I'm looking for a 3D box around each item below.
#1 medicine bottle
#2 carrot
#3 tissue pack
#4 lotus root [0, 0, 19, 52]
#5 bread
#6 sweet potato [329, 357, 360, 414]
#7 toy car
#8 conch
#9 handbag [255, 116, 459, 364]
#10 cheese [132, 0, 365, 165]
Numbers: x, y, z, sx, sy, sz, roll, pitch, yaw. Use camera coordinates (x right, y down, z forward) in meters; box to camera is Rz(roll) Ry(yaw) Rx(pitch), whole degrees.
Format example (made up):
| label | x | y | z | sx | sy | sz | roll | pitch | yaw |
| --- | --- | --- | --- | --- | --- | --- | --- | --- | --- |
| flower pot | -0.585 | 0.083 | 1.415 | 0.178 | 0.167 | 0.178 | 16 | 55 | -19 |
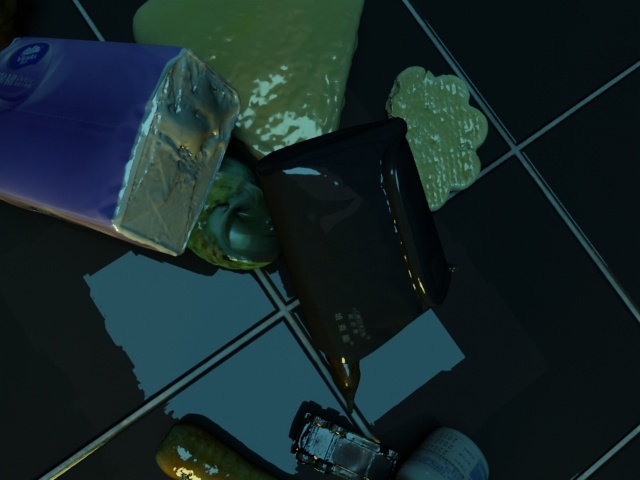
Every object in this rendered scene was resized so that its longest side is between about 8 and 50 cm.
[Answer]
| label | x | y | z | sx | sy | sz | roll | pitch | yaw |
| --- | --- | --- | --- | --- | --- | --- | --- | --- | --- |
| medicine bottle | 0.157 | 0.356 | 0.684 | 0.168 | 0.105 | 0.105 | -29 | 84 | -37 |
| carrot | -0.100 | 0.359 | 0.711 | 0.297 | 0.078 | 0.078 | 27 | 80 | -5 |
| tissue pack | -0.305 | -0.139 | 0.657 | 0.337 | 0.160 | 0.243 | 13 | 81 | 25 |
| lotus root | -0.563 | -0.342 | 0.743 | 0.260 | 0.128 | 0.145 | -41 | 101 | -5 |
| bread | 0.192 | -0.170 | 0.831 | 0.181 | 0.039 | 0.251 | 13 | 80 | -4 |
| sweet potato | 0.041 | 0.217 | 0.759 | 0.049 | 0.049 | 0.117 | -7 | 93 | -6 |
| toy car | 0.038 | 0.318 | 0.729 | 0.164 | 0.062 | 0.071 | 24 | 81 | -1 |
| conch | -0.143 | -0.044 | 0.739 | 0.175 | 0.122 | 0.188 | -9 | 84 | 0 |
| handbag | 0.083 | -0.012 | 0.677 | 0.274 | 0.178 | 0.302 | -23 | 105 | -18 |
| cheese | -0.062 | -0.314 | 0.797 | 0.383 | 0.104 | 0.385 | 1 | 81 | -5 |
